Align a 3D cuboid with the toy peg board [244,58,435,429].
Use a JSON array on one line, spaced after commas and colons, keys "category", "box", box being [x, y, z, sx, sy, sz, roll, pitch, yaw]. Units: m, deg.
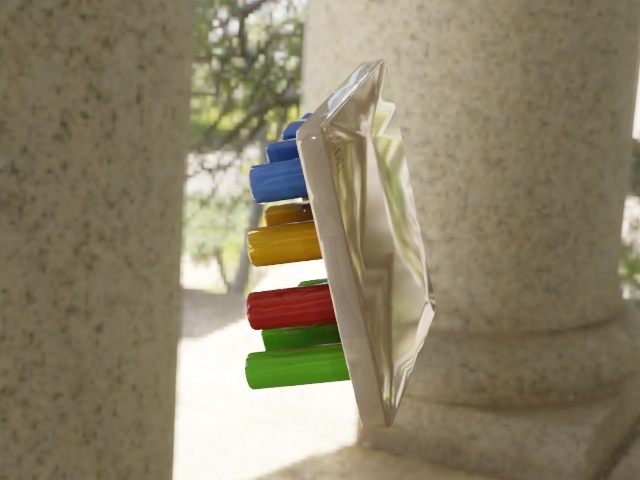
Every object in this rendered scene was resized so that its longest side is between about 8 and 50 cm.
[{"category": "toy peg board", "box": [0.000, 0.000, 0.699, 0.079, 0.161, 0.161, -8, 18, 17]}]
